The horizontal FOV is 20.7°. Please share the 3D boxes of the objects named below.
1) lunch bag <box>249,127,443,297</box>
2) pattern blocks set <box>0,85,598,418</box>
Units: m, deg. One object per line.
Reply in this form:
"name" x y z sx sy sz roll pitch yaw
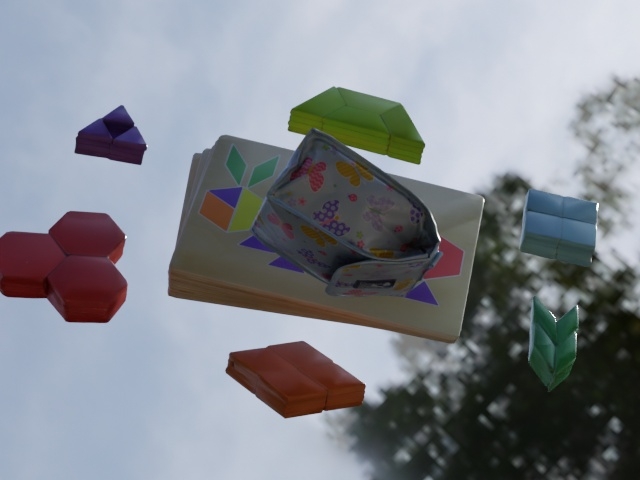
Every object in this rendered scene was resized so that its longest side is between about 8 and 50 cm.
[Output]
"lunch bag" 0.013 -0.004 0.828 0.053 0.083 0.071 -58 1 -17
"pattern blocks set" 0.000 0.000 1.033 0.285 0.324 0.026 -61 -13 -49
